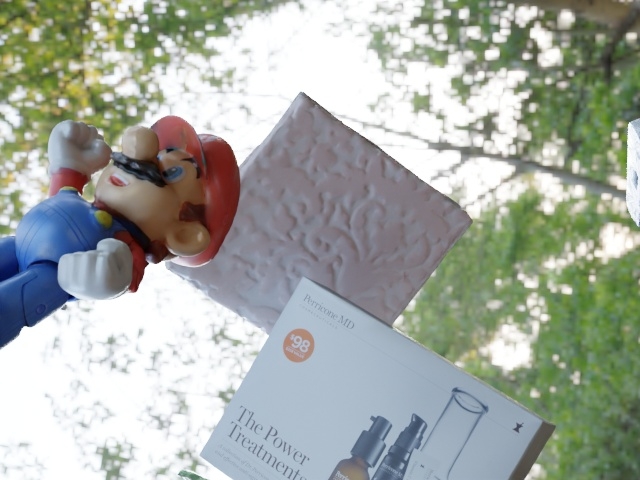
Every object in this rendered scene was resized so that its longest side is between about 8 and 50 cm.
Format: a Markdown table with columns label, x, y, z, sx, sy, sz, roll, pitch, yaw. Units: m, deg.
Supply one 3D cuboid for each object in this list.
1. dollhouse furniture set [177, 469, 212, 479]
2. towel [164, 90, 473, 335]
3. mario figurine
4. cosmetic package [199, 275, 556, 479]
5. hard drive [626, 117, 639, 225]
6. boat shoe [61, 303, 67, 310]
| label | x | y | z | sx | sy | sz | roll | pitch | yaw |
| --- | --- | --- | --- | --- | --- | --- | --- | --- | --- |
| dollhouse furniture set | -0.136 | 0.349 | 1.663 | 0.058 | 0.076 | 0.151 | -56 | -28 | -21 |
| towel | 0.000 | 0.000 | 1.662 | 0.332 | 0.053 | 0.317 | 35 | -81 | -22 |
| mario figurine | -0.208 | -0.030 | 1.018 | 0.321 | 0.170 | 0.198 | -31 | -101 | -33 |
| cosmetic package | 0.067 | 0.260 | 1.523 | 0.284 | 0.377 | 0.097 | -59 | -25 | -2 |
| hard drive | 0.520 | -0.133 | 1.388 | 0.210 | 0.319 | 0.040 | 64 | -175 | -61 |
| boat shoe | -0.383 | 0.073 | 1.635 | 0.100 | 0.035 | 0.035 | 34 | -109 | -61 |
